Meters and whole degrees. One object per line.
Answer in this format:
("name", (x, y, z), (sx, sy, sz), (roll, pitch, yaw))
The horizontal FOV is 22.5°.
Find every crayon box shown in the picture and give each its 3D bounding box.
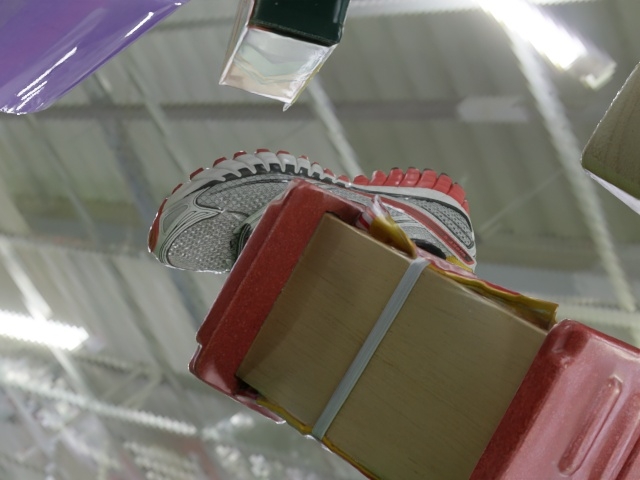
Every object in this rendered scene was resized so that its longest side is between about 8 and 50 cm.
("crayon box", (-0.023, -0.243, 1.459), (0.081, 0.202, 0.318), (14, -8, -7))

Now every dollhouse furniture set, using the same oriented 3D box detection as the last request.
("dollhouse furniture set", (0.127, -0.036, 0.729), (0.152, 0.374, 0.201), (29, 2, -44))

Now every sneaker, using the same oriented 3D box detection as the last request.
("sneaker", (0.000, 0.000, 1.055), (0.088, 0.225, 0.092), (106, -21, -45))

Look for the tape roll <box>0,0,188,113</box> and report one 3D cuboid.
("tape roll", (-0.136, -0.149, 0.634), (0.080, 0.189, 0.189), (-33, -86, 20))
